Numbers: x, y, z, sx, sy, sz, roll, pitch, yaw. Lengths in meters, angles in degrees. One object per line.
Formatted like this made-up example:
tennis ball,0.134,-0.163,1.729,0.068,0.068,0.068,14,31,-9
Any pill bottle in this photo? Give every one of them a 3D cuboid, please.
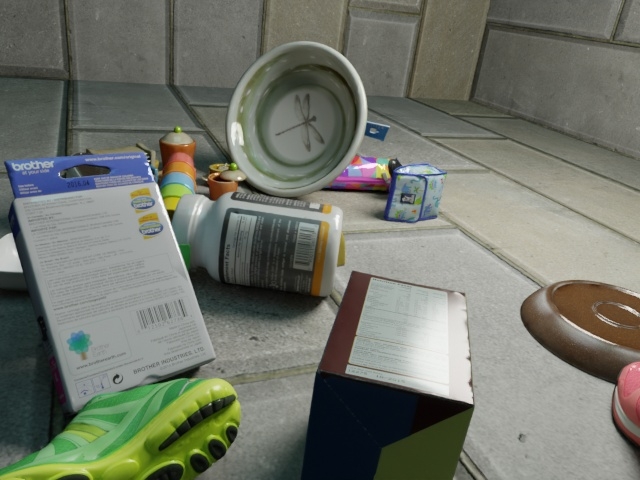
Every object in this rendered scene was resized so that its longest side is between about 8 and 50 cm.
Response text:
pill bottle,-0.106,0.002,0.949,0.279,0.162,0.162,8,24,2

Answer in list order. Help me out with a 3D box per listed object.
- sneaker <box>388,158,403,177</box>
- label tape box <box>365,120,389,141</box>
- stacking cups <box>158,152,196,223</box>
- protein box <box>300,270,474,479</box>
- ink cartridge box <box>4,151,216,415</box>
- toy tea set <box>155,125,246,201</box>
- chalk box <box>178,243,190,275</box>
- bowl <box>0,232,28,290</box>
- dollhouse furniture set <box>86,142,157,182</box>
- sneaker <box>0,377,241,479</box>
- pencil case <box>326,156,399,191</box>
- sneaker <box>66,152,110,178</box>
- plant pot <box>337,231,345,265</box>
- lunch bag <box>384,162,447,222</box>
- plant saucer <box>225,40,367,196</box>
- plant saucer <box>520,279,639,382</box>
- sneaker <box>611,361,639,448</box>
sneaker,0.251,-0.157,1.448,0.089,0.170,0.051,-4,49,35
label tape box,0.019,-0.299,1.625,0.348,0.115,0.249,10,3,2
stacking cups,-0.303,-0.095,1.162,0.096,0.096,0.316,3,29,-10
protein box,0.069,0.171,0.576,0.136,0.199,0.201,11,24,8
ink cartridge box,-0.273,0.040,0.700,0.186,0.311,0.065,-14,-9,-39
toy tea set,-0.322,-0.203,1.386,0.336,0.124,0.200,17,26,20
chalk box,-0.304,0.047,0.832,0.213,0.132,0.132,-13,31,-39
bowl,-0.465,0.039,0.897,0.142,0.053,0.142,2,24,-11
dollhouse furniture set,-0.398,-0.115,1.170,0.184,0.128,0.129,30,32,34
sneaker,-0.219,0.223,0.533,0.296,0.109,0.124,-18,11,-40
pencil case,0.099,-0.186,1.506,0.237,0.104,0.104,1,25,-11
sneaker,-0.421,-0.035,1.045,0.106,0.123,0.290,2,43,-42
plant pot,0.000,0.000,1.079,0.081,0.083,0.081,-9,28,-32
lunch bag,0.228,-0.117,1.349,0.151,0.128,0.096,-8,28,-32
plant saucer,-0.057,-0.306,1.419,0.401,0.400,0.100,19,4,24
plant saucer,0.513,0.146,0.948,0.311,0.050,0.310,5,25,-2
sneaker,0.447,0.222,0.649,0.116,0.136,0.314,13,25,11
